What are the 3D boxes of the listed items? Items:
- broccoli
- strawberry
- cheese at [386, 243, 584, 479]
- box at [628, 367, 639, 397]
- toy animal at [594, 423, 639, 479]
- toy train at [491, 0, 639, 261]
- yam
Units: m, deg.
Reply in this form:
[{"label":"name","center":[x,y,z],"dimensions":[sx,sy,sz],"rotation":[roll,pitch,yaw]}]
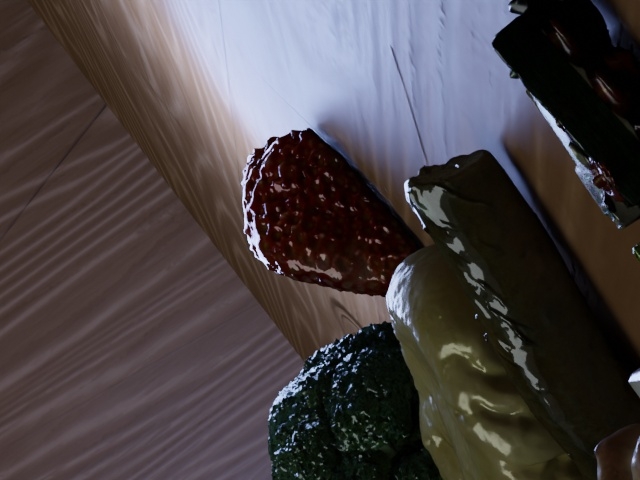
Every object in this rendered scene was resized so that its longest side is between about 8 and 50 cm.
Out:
[{"label":"broccoli","center":[0.086,0.177,1.542],"dimensions":[0.270,0.270,0.270],"rotation":[22,178,-11]},{"label":"strawberry","center":[-0.004,-0.006,1.601],"dimensions":[0.175,0.106,0.236],"rotation":[55,172,-13]},{"label":"cheese","center":[0.125,0.105,1.296],"dimensions":[0.226,0.117,0.214],"rotation":[54,168,39]},{"label":"box","center":[0.225,0.087,0.599],"dimensions":[0.194,0.111,0.260],"rotation":[54,175,3]},{"label":"toy animal","center":[0.236,0.172,0.965],"dimensions":[0.184,0.104,0.185],"rotation":[47,165,50]},{"label":"toy train","center":[0.159,-0.005,0.807],"dimensions":[0.250,0.053,0.085],"rotation":[54,178,5]},{"label":"yam","center":[0.155,0.080,1.139],"dimensions":[0.071,0.067,0.317],"rotation":[-7,119,58]}]
